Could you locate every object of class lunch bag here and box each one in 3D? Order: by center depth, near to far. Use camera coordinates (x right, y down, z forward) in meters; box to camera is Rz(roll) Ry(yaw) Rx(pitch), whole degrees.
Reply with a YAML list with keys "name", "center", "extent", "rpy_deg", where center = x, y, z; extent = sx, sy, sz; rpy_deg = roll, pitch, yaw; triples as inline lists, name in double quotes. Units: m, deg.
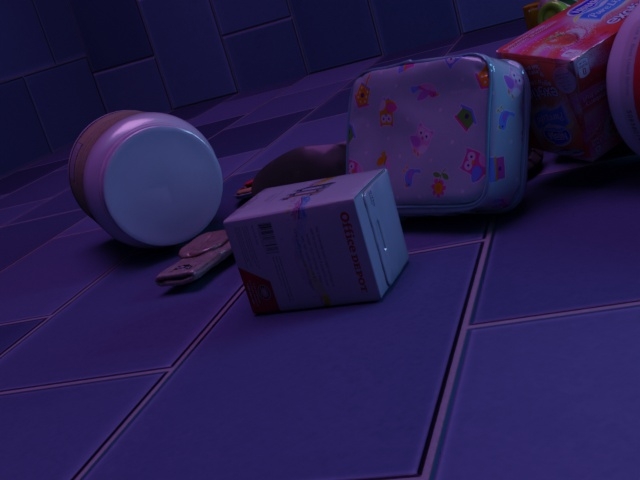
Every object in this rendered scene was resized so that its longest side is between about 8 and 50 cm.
- name: "lunch bag"
  center: [0.155, -0.135, 1.193]
  extent: [0.107, 0.224, 0.279]
  rpy_deg: [-3, 4, -40]

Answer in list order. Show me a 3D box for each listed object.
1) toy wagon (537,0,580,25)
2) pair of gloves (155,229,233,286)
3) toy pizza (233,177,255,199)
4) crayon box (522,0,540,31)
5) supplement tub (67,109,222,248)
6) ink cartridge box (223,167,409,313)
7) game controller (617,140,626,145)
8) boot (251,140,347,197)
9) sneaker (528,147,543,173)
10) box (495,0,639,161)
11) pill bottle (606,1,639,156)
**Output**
- name: "toy wagon"
  center: [0.558, -0.365, 1.527]
  extent: [0.267, 0.068, 0.344]
  rpy_deg: [-14, 39, -44]
- name: "pair of gloves"
  center: [-0.102, 0.009, 1.277]
  extent: [0.240, 0.042, 0.204]
  rpy_deg: [-13, 20, 20]
- name: "toy pizza"
  center: [-0.074, -0.124, 1.657]
  extent: [0.201, 0.032, 0.201]
  rpy_deg: [-17, 8, 2]
- name: "crayon box"
  center: [0.534, -0.410, 1.747]
  extent: [0.318, 0.202, 0.081]
  rpy_deg: [-23, 17, -25]
- name: "supplement tub"
  center: [-0.316, -0.113, 1.544]
  extent: [0.235, 0.235, 0.325]
  rpy_deg: [-22, 17, -18]
- name: "ink cartridge box"
  center: [0.000, 0.000, 1.048]
  extent: [0.176, 0.128, 0.127]
  rpy_deg: [-7, 18, 26]
- name: "game controller"
  center: [0.496, -0.207, 1.285]
  extent: [0.319, 0.067, 0.166]
  rpy_deg: [-4, 34, 24]
- name: "boot"
  center: [0.030, -0.118, 1.526]
  extent: [0.305, 0.112, 0.115]
  rpy_deg: [-19, -15, 9]
- name: "sneaker"
  center: [0.290, -0.151, 1.364]
  extent: [0.106, 0.101, 0.267]
  rpy_deg: [-54, 5, 39]
- name: "box"
  center: [0.409, -0.252, 1.192]
  extent: [0.300, 0.154, 0.142]
  rpy_deg: [-34, 31, -20]
- name: "pill bottle"
  center: [0.541, -0.186, 0.946]
  extent: [0.229, 0.229, 0.407]
  rpy_deg: [-24, 18, -23]
